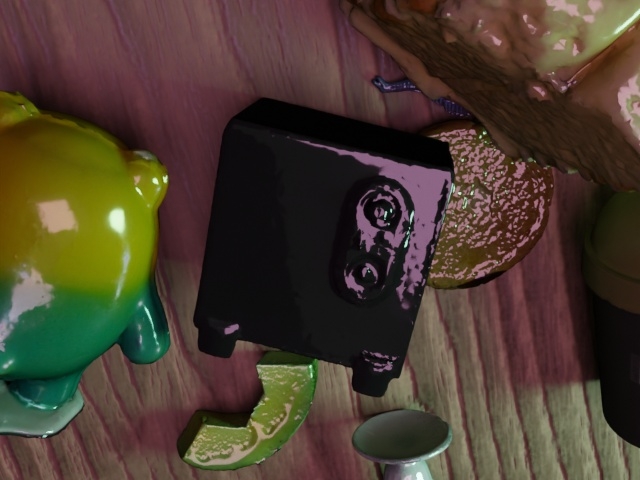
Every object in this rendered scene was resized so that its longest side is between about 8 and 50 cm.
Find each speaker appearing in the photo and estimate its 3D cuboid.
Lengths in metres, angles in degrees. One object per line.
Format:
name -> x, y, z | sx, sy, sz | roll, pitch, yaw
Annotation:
speaker -> 0.000, 0.000, 0.895 | 0.232, 0.184, 0.253 | 14, 109, 3

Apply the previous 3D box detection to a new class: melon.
melon -> -0.082, 0.220, 1.055 | 0.118, 0.064, 0.209 | 35, 100, -12

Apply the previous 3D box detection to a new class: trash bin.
trash bin -> 0.423, 0.073, 0.983 | 0.214, 0.214, 0.333 | -14, 116, -1

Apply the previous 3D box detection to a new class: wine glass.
wine glass -> 0.113, 0.336, 1.072 | 0.165, 0.165, 0.196 | -11, 107, -3

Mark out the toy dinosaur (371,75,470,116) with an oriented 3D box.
toy dinosaur -> 0.157, -0.182, 0.943 | 0.198, 0.045, 0.080 | 5, 114, 0

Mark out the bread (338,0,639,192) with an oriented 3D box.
bread -> 0.262, -0.264, 0.736 | 0.279, 0.371, 0.390 | 41, 93, -17

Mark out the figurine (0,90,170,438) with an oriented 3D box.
figurine -> -0.299, 0.026, 0.868 | 0.324, 0.231, 0.340 | 21, 112, -8

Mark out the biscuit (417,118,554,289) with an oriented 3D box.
biscuit -> 0.169, -0.043, 0.996 | 0.226, 0.042, 0.225 | -2, 110, -4
